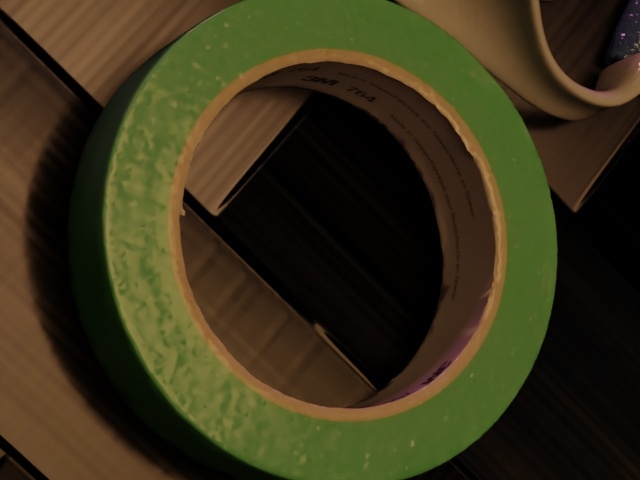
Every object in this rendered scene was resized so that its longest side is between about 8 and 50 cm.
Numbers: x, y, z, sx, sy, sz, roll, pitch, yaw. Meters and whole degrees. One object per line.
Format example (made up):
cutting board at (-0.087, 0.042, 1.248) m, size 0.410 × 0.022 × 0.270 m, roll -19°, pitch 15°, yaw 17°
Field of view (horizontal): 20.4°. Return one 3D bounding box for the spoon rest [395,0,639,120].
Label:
spoon rest at (0.120, -0.171, 1.216) m, size 0.276 × 0.137 × 0.084 m, roll 37°, pitch 53°, yaw -25°

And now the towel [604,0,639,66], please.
towel at (0.259, -0.166, 1.330) m, size 0.067 × 0.029 × 0.119 m, roll 33°, pitch 69°, yaw -17°

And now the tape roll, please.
tape roll at (0.000, 0.000, 1.152) m, size 0.321 × 0.077 × 0.321 m, roll 4°, pitch 80°, yaw -24°
